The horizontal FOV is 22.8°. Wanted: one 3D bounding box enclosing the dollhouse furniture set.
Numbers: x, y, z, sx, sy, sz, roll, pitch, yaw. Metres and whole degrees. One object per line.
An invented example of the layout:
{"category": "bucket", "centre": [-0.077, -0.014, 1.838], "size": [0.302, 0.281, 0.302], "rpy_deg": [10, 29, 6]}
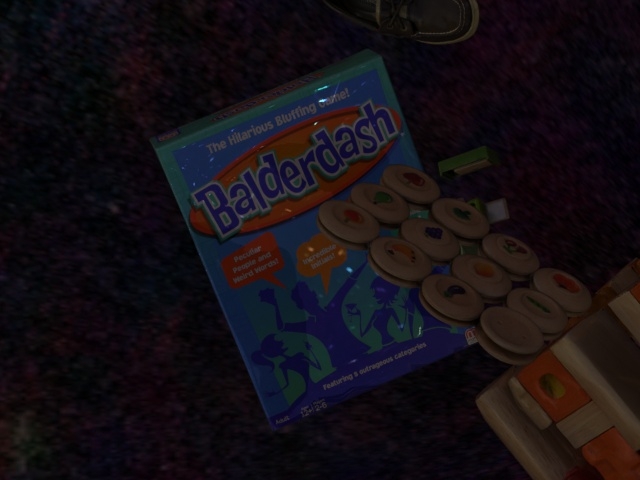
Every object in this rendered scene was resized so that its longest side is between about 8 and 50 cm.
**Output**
{"category": "dollhouse furniture set", "centre": [0.170, -0.016, 1.660], "size": [0.058, 0.076, 0.152], "rpy_deg": [-17, 72, 24]}

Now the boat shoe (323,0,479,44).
{"category": "boat shoe", "centre": [0.093, -0.284, 1.951], "size": [0.223, 0.073, 0.080], "rpy_deg": [19, 113, 42]}

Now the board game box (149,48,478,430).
{"category": "board game box", "centre": [0.000, 0.000, 1.056], "size": [0.160, 0.047, 0.210], "rpy_deg": [-24, 106, -5]}

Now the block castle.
{"category": "block castle", "centre": [0.362, 0.075, 1.293], "size": [0.213, 0.303, 0.453], "rpy_deg": [51, 140, 5]}

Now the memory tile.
{"category": "memory tile", "centre": [0.077, 0.009, 0.894], "size": [0.148, 0.113, 0.012], "rpy_deg": [36, 124, 18]}
